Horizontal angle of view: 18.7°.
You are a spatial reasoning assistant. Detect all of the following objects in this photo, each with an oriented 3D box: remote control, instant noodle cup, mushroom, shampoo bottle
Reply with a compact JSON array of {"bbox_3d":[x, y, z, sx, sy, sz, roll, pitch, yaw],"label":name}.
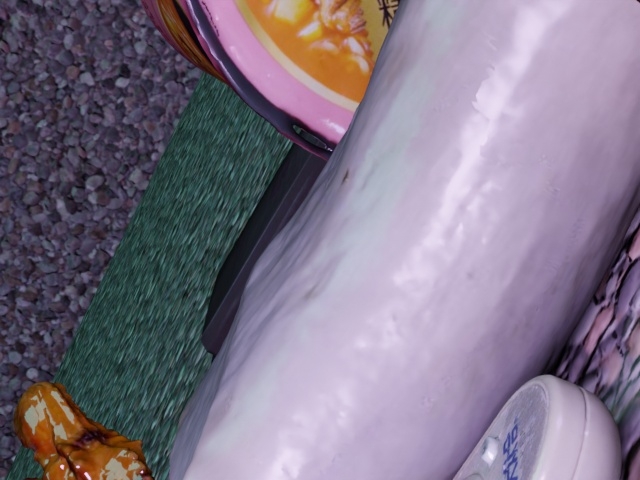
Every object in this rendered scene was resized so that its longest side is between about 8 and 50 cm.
[{"bbox_3d":[0.044,0.140,0.703,0.078,0.042,0.221,-83,19,-58],"label":"remote control"},{"bbox_3d":[0.012,-0.153,0.945,0.244,0.244,0.255,-66,17,-3],"label":"instant noodle cup"},{"bbox_3d":[0.072,-0.041,0.729,0.397,0.126,0.177,-59,1,11],"label":"mushroom"},{"bbox_3d":[0.000,0.000,1.154,0.246,0.079,0.080,-59,11,36],"label":"shampoo bottle"}]

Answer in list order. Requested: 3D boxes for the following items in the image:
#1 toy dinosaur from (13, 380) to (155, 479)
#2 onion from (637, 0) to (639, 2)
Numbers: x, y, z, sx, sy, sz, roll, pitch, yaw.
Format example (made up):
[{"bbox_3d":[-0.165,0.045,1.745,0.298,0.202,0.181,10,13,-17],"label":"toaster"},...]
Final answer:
[{"bbox_3d":[-0.059,0.250,0.735,0.432,0.097,0.208,-118,36,-43],"label":"toy dinosaur"},{"bbox_3d":[0.156,-0.112,0.528,0.173,0.135,0.198,-51,48,45],"label":"onion"}]
